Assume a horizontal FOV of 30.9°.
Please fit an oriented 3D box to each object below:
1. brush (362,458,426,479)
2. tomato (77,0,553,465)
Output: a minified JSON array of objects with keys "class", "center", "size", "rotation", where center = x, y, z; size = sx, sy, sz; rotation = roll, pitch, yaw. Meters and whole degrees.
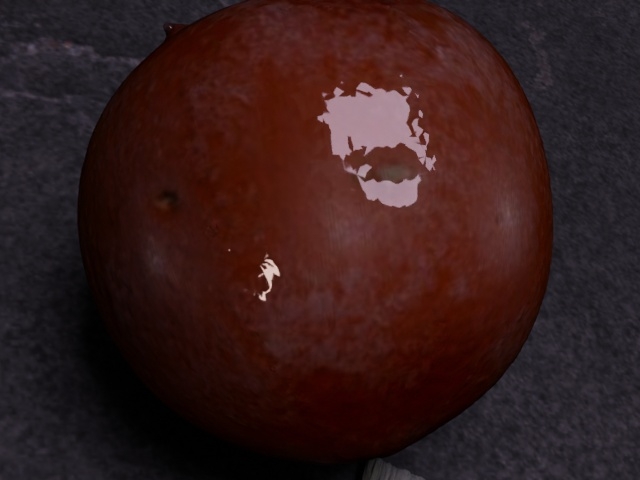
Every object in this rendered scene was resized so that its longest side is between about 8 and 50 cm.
[{"class":"brush","center":[0.045,0.240,0.615],"size":[0.103,0.013,0.272],"rotation":[25,43,-6]},{"class":"tomato","center":[0.000,0.000,0.640],"size":[0.265,0.265,0.265],"rotation":[16,44,-16]}]
